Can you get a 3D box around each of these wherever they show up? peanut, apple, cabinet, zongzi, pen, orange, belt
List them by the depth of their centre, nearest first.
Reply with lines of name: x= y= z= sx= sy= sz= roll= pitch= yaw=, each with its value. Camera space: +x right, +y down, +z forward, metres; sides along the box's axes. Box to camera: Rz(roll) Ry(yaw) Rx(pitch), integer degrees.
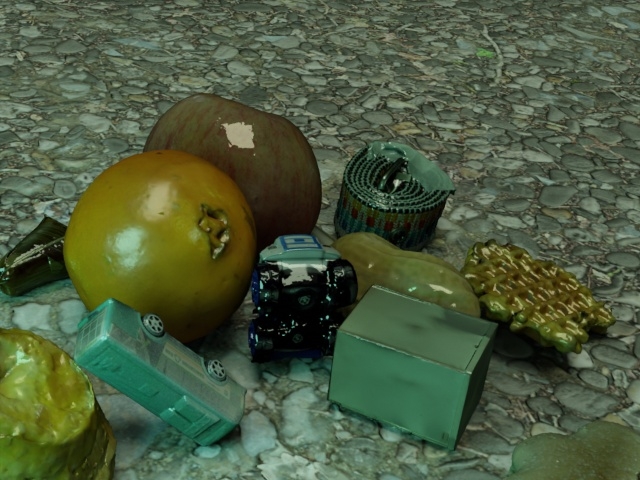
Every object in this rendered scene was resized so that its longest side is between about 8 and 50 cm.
cabinet: x=0.136 y=0.188 z=1.487 sx=0.206 sy=0.150 sz=0.145 roll=18 pitch=33 yaw=18
orange: x=-0.249 y=0.012 z=1.561 sx=0.312 sy=0.312 sz=0.312 roll=5 pitch=32 yaw=-3
peanut: x=0.119 y=0.079 z=1.656 sx=0.340 sy=0.158 sz=0.174 roll=23 pitch=53 yaw=29
zongzi: x=-0.442 y=0.053 z=1.679 sx=0.184 sy=0.084 sz=0.187 roll=24 pitch=42 yaw=9
apple: x=-0.158 y=-0.131 z=1.819 sx=0.345 sy=0.269 sz=0.344 roll=7 pitch=21 yaw=-3
pen: x=0.000 y=0.000 z=1.883 sx=0.040 sy=0.032 sz=0.233 roll=-36 pitch=46 yaw=-20
belt: x=0.141 y=-0.079 z=1.923 sx=0.207 sy=0.150 sz=0.257 roll=26 pitch=37 yaw=14

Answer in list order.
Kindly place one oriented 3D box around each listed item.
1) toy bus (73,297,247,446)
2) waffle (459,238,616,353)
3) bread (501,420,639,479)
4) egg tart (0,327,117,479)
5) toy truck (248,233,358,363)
toy bus: x=-0.218 y=0.185 z=1.366 sx=0.262 sy=0.091 sz=0.109 roll=39 pitch=27 yaw=-26
waffle: x=0.374 y=0.098 z=1.706 sx=0.282 sy=0.058 sz=0.301 roll=26 pitch=25 yaw=7
bread: x=0.328 y=0.346 z=1.314 sx=0.183 sy=0.101 sz=0.337 roll=20 pitch=33 yaw=21
egg tart: x=-0.394 y=0.219 z=1.251 sx=0.341 sy=0.129 sz=0.341 roll=32 pitch=28 yaw=-19
toy truck: x=-0.043 y=0.088 z=1.561 sx=0.161 sy=0.213 sz=0.177 roll=-1 pitch=28 yaw=-14
